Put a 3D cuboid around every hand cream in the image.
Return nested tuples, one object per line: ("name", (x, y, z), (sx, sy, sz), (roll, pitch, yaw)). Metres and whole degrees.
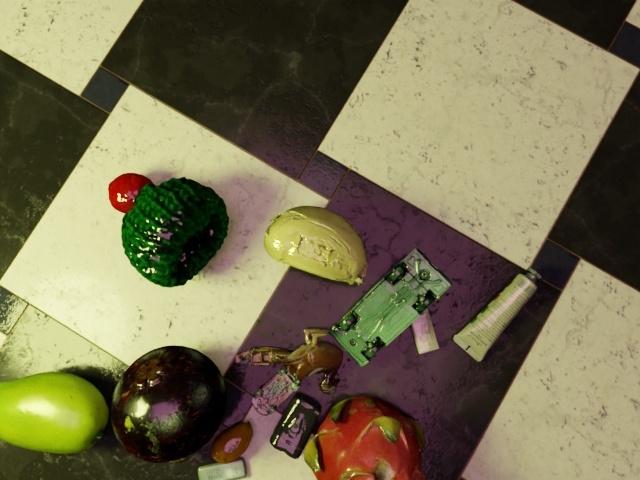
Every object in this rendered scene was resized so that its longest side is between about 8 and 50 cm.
("hand cream", (0.471, 0.187, 1.413), (0.095, 0.059, 0.276), (42, 91, 4))

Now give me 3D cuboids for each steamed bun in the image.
("steamed bun", (0.000, 0.000, 1.353), (0.273, 0.232, 0.166), (19, 90, 2))

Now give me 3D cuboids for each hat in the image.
("hat", (-0.420, -0.054, 1.396), (0.332, 0.242, 0.274), (31, 61, 27))

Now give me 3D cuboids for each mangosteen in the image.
("mangosteen", (-0.359, 0.400, 1.305), (0.288, 0.288, 0.288), (0, 83, 1))

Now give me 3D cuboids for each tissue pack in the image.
("tissue pack", (0.270, 0.239, 1.422), (0.056, 0.023, 0.108), (-16, 84, -1))

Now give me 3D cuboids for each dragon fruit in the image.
("dragon fruit", (0.117, 0.537, 1.292), (0.306, 0.226, 0.305), (0, 85, 3))

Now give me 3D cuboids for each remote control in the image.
("remote control", (-0.253, 0.598, 1.393), (0.125, 0.018, 0.053), (-14, 82, -1))

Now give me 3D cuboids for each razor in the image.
("razor", (-0.062, 0.475, 1.385), (0.090, 0.054, 0.148), (28, 84, 4))

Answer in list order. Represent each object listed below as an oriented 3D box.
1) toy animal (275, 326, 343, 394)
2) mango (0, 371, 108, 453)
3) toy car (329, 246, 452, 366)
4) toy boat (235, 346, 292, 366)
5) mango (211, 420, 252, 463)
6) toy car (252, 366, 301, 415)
("toy animal", (-0.026, 0.318, 1.378), (0.188, 0.089, 0.179), (-6, 96, -25))
("mango", (-0.701, 0.423, 1.353), (0.343, 0.156, 0.192), (7, 83, 3))
("toy car", (0.179, 0.175, 1.387), (0.141, 0.097, 0.320), (46, 100, 5))
("toy boat", (-0.147, 0.303, 1.410), (0.149, 0.049, 0.047), (-2, 84, 1))
("mango", (-0.224, 0.517, 1.380), (0.127, 0.063, 0.077), (-39, 77, -3))
("toy car", (-0.114, 0.389, 1.397), (0.142, 0.055, 0.069), (-40, 85, -17))
